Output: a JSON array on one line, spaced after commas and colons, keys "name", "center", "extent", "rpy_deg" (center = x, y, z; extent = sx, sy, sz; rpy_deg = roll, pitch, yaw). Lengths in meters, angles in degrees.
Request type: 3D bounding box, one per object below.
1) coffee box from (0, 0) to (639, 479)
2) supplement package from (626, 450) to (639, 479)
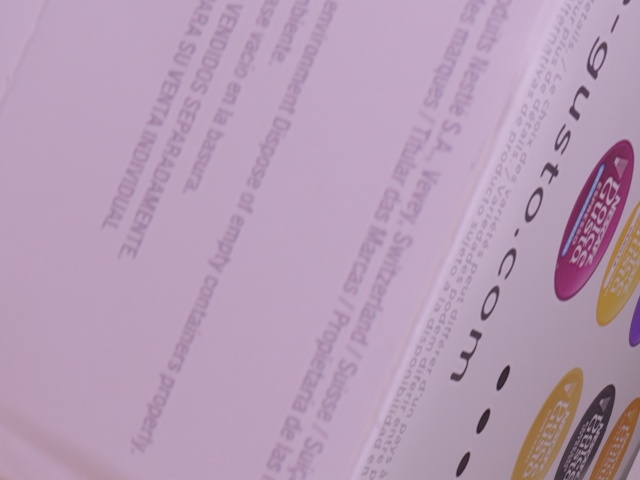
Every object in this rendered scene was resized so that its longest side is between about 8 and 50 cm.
[{"name": "coffee box", "center": [-0.020, -0.087, 0.590], "extent": [0.338, 0.337, 0.334], "rpy_deg": [24, -1, 24]}, {"name": "supplement package", "center": [0.173, 0.178, 1.150], "extent": [0.293, 0.175, 0.177], "rpy_deg": [-78, 146, -78]}]
